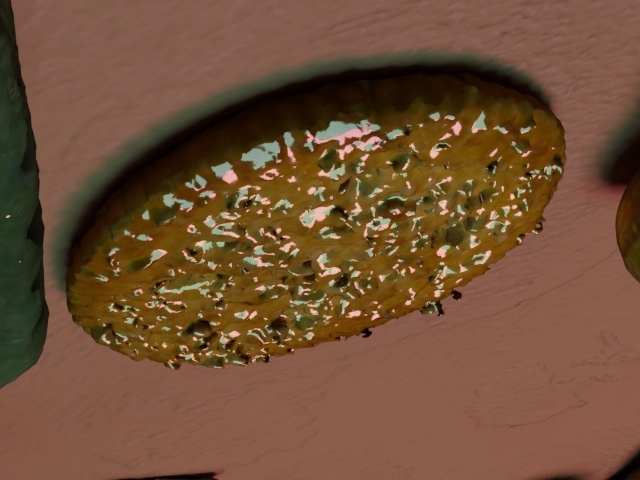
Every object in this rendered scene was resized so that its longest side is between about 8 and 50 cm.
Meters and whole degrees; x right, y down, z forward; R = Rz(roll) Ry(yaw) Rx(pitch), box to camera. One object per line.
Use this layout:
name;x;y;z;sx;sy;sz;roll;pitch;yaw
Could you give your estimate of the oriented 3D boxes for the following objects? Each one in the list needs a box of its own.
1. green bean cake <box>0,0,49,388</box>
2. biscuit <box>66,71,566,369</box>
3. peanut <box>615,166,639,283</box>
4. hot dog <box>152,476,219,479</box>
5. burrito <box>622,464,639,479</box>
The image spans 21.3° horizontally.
green bean cake;-0.205;-0.023;0.533;0.227;0.125;0.222;-11;156;-13
biscuit;0.000;0.000;0.822;0.254;0.035;0.254;-15;155;-7
peanut;0.207;-0.036;0.833;0.087;0.087;0.207;-11;154;-17
hot dog;-0.104;0.174;1.107;0.090;0.030;0.034;2;149;-37
burrito;0.302;0.177;1.363;0.082;0.059;0.275;-21;159;-32
